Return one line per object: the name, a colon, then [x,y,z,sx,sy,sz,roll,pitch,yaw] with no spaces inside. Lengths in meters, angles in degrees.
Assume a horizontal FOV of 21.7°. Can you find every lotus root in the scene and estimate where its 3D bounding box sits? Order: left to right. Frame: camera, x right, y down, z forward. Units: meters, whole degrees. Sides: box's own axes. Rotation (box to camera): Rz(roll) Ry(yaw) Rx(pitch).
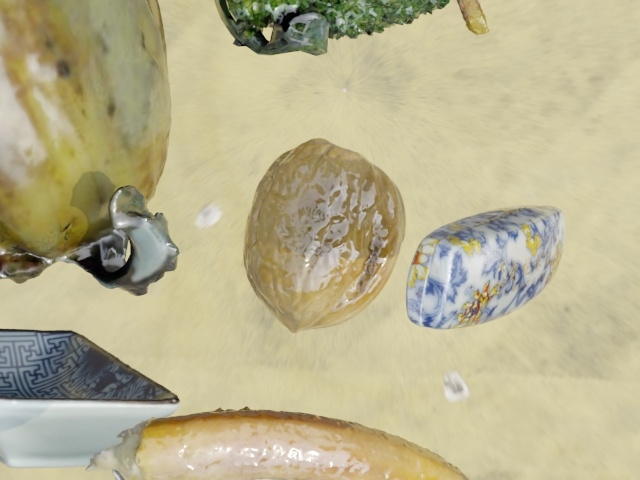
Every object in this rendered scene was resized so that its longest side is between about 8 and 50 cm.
lotus root: [-0.115,-0.092,0.396,0.124,0.123,0.241,-19,109,5]

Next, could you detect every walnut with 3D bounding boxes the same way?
walnut: [0.000,0.000,1.592,0.155,0.155,0.184,19,87,-1]

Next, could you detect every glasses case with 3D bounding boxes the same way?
glasses case: [0.143,0.021,1.411,0.065,0.248,0.087,19,108,26]

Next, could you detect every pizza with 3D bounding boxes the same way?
pizza: [-0.034,0.154,0.740,0.185,0.052,0.195,14,125,-25]

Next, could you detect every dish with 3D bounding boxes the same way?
dish: [-0.254,0.140,1.451,0.182,0.243,0.080,4,99,-32]

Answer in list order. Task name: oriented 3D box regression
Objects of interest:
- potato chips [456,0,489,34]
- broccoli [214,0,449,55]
potato chips: [0.120,-0.277,1.502,0.037,0.026,0.204,-16,68,22]
broccoli: [-0.037,-0.261,0.872,0.283,0.304,0.321,-10,110,23]
